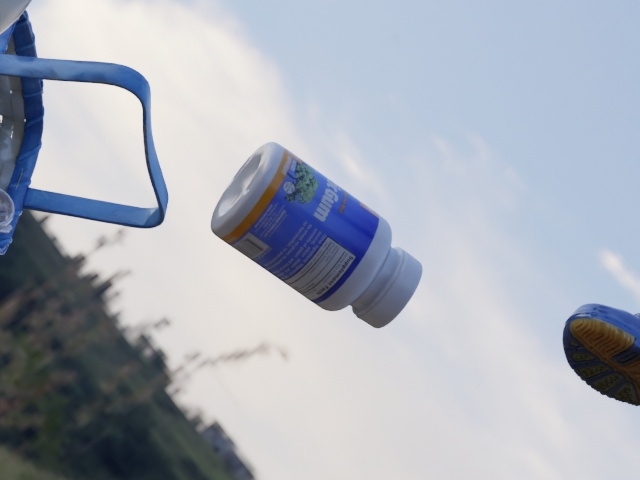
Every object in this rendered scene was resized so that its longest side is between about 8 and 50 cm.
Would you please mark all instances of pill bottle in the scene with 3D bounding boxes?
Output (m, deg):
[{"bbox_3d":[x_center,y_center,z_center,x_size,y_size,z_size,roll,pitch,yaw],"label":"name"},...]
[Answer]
[{"bbox_3d":[0.000,0.000,2.419,0.272,0.152,0.152,34,-14,-15],"label":"pill bottle"}]

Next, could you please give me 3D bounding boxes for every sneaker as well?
[{"bbox_3d":[0.396,0.124,2.044,0.296,0.131,0.112,28,-31,-27],"label":"sneaker"}]

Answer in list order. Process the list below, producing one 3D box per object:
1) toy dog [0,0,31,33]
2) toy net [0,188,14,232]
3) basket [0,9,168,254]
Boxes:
[{"bbox_3d":[-0.181,-0.301,1.149,0.285,0.408,0.395,7,-55,37],"label":"toy dog"},{"bbox_3d":[-0.318,-0.040,1.551,0.122,0.045,0.232,17,0,23],"label":"toy net"},{"bbox_3d":[-0.296,-0.100,1.729,0.289,0.201,0.254,4,-32,4],"label":"basket"}]
